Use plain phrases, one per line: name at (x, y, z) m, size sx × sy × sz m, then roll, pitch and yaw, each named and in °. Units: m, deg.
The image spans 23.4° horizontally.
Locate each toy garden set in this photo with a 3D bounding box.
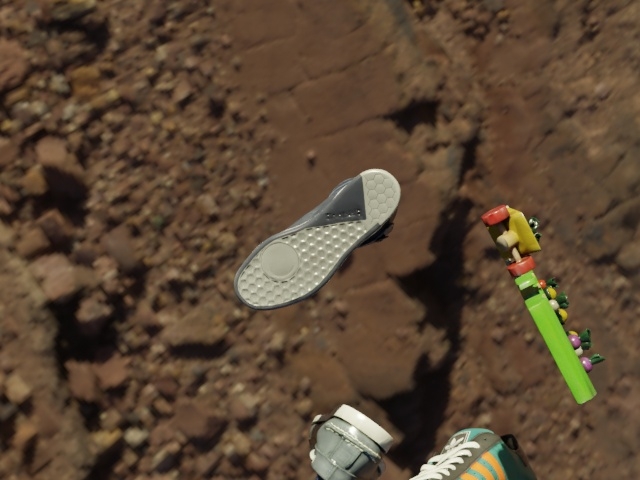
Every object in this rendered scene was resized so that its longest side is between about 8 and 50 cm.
toy garden set at (0.228, 0.043, 1.594) m, size 0.049 × 0.244 × 0.203 m, roll -27°, pitch 96°, yaw 6°

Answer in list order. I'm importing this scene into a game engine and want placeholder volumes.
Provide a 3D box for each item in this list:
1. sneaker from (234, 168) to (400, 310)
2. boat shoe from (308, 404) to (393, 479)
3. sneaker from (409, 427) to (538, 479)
sneaker at (0.002, 0.001, 1.831) m, size 0.226 × 0.163 × 0.086 m, roll -36°, pitch 91°, yaw 3°
boat shoe at (0.020, 0.292, 2.000) m, size 0.116 × 0.099 × 0.319 m, roll 34°, pitch 164°, yaw 5°
sneaker at (0.149, 0.275, 1.731) m, size 0.108 × 0.302 × 0.121 m, roll -24°, pitch 73°, yaw 29°
